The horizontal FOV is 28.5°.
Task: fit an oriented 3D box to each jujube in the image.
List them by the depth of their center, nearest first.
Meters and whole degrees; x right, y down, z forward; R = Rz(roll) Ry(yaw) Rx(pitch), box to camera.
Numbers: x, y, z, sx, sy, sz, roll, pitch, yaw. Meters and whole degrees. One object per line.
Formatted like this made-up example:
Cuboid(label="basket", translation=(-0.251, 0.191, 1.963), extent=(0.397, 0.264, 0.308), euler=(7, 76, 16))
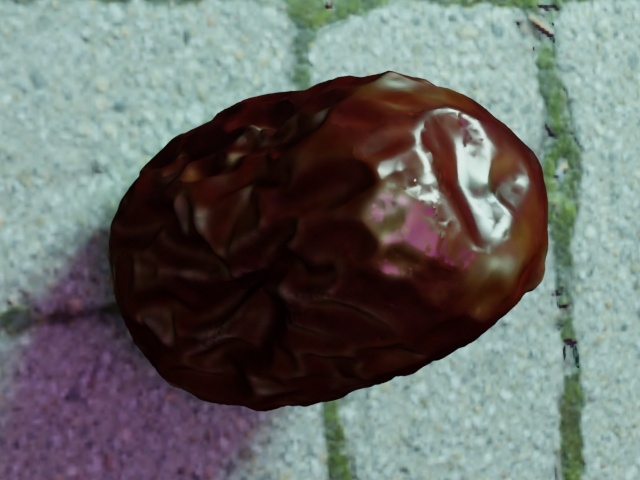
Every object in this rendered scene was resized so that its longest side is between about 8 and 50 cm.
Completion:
Cuboid(label="jujube", translation=(0.000, 0.000, 0.584), extent=(0.155, 0.230, 0.155), euler=(10, 71, -32))
